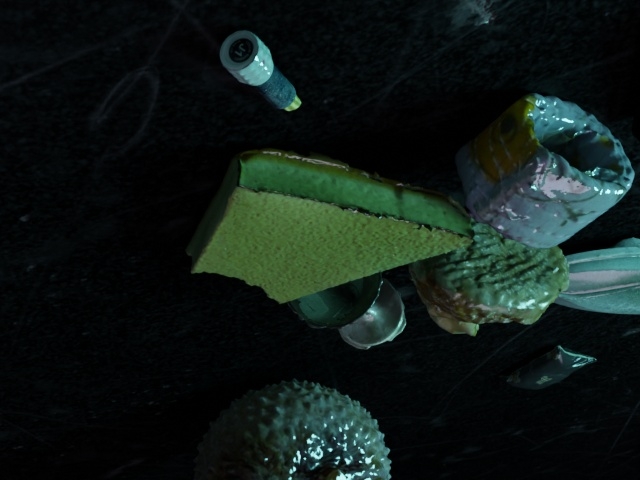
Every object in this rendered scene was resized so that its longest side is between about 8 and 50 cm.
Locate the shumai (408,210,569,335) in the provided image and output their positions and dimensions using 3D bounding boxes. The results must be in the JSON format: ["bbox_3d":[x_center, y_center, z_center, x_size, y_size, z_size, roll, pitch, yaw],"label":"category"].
[{"bbox_3d":[0.181,0.051,1.190,0.209,0.161,0.153,-18,157,-40],"label":"shumai"}]

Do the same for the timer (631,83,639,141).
[{"bbox_3d":[0.380,-0.129,0.985,0.144,0.055,0.187,23,163,21],"label":"timer"}]

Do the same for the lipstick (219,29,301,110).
[{"bbox_3d":[-0.045,-0.133,0.842,0.037,0.037,0.116,-23,157,12],"label":"lipstick"}]

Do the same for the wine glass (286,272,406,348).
[{"bbox_3d":[0.039,0.066,1.192,0.122,0.122,0.183,-22,157,12],"label":"wine glass"}]

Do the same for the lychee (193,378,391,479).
[{"bbox_3d":[-0.042,0.352,1.511,0.300,0.300,0.300,-13,154,-7],"label":"lychee"}]

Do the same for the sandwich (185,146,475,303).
[{"bbox_3d":[0.000,0.000,1.041,0.245,0.063,0.212,14,147,-17],"label":"sandwich"}]

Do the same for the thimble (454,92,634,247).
[{"bbox_3d":[0.222,-0.067,1.013,0.151,0.127,0.118,16,138,-30],"label":"thimble"}]

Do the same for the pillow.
[{"bbox_3d":[0.397,0.227,1.774,0.090,0.048,0.150,4,149,-40],"label":"pillow"}]

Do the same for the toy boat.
[{"bbox_3d":[0.430,0.049,1.409,0.320,0.092,0.141,1,151,-17],"label":"toy boat"}]
